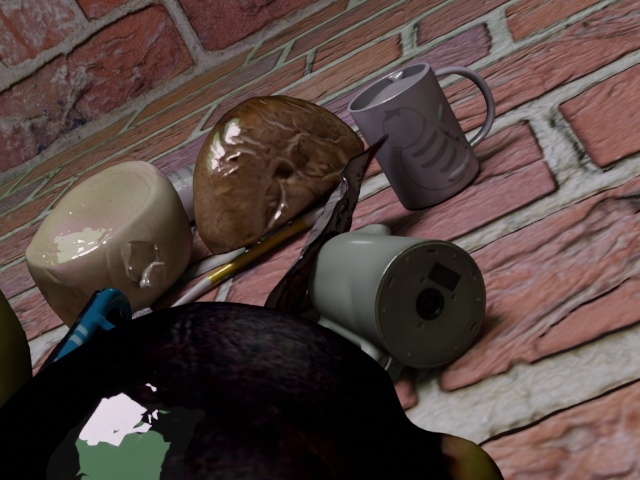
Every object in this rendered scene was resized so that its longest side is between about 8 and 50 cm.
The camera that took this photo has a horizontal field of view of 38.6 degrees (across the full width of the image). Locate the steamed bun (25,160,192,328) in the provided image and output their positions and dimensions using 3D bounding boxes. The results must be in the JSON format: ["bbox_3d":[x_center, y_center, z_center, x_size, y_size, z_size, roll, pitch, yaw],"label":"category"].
[{"bbox_3d":[-0.243,0.006,1.164,0.152,0.170,0.238,2,38,31],"label":"steamed bun"}]

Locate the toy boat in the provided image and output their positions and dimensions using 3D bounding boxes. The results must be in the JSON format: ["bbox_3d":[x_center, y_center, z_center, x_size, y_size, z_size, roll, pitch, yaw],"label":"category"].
[{"bbox_3d":[-0.213,0.154,0.879,0.092,0.134,0.299,10,25,3],"label":"toy boat"}]

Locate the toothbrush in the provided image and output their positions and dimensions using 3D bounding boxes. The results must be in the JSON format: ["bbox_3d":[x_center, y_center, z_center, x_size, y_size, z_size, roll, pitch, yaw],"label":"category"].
[{"bbox_3d":[-0.116,0.035,1.108,0.288,0.024,0.021,-32,17,-4],"label":"toothbrush"}]

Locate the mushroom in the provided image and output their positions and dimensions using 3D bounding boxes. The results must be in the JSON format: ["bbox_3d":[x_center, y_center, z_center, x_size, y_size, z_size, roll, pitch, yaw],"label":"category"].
[{"bbox_3d":[-0.062,-0.110,1.159,0.156,0.151,0.286,-11,23,48],"label":"mushroom"}]

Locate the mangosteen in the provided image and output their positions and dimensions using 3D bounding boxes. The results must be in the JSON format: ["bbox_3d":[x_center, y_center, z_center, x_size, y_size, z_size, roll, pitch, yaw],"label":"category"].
[{"bbox_3d":[-0.016,0.163,0.389,0.302,0.275,0.275,7,26,2],"label":"mangosteen"}]

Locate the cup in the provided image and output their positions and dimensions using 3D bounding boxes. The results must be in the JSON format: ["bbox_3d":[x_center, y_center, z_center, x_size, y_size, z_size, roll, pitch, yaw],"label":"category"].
[{"bbox_3d":[0.117,-0.120,0.983,0.136,0.133,0.099,-20,22,27],"label":"cup"}]

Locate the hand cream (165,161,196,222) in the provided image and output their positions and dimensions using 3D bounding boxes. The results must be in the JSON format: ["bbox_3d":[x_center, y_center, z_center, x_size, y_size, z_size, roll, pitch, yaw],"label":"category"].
[{"bbox_3d":[-0.192,-0.085,1.412,0.314,0.089,0.140,-31,21,-12],"label":"hand cream"}]

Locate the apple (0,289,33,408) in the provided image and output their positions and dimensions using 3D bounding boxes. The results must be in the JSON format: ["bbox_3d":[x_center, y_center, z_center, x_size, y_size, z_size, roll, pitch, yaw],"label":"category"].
[{"bbox_3d":[-0.430,0.141,0.833,0.357,0.357,0.357,-27,20,11],"label":"apple"}]

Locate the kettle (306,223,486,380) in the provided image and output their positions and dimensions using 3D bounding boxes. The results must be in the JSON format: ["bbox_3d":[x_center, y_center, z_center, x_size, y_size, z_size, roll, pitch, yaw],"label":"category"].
[{"bbox_3d":[0.054,0.054,0.751,0.098,0.127,0.148,-4,6,-24],"label":"kettle"}]

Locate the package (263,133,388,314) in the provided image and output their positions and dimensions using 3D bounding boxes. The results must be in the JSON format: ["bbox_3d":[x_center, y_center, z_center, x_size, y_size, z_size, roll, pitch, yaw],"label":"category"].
[{"bbox_3d":[0.000,0.000,0.902,0.239,0.030,0.154,-56,-6,-46],"label":"package"}]
